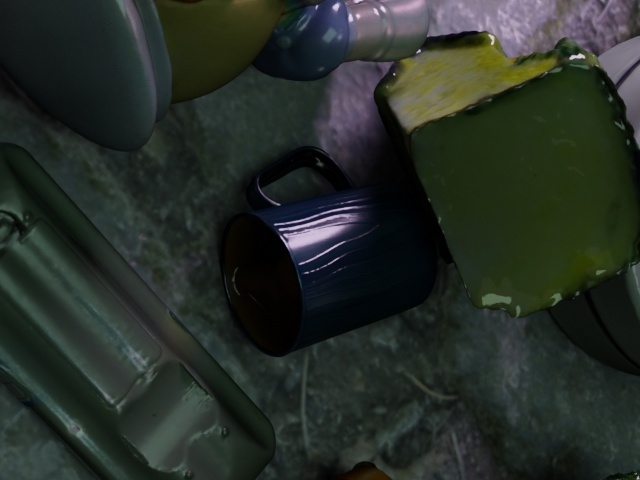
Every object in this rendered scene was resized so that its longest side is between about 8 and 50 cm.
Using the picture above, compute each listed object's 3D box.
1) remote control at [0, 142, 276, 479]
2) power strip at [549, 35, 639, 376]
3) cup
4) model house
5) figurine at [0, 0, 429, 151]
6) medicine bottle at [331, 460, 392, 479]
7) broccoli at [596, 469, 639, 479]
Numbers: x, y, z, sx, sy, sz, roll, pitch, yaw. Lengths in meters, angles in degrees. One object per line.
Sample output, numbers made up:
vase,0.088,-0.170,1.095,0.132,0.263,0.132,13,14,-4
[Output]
remote control,-0.165,0.082,1.143,0.335,0.066,0.128,50,64,-23
power strip,0.374,-0.030,1.399,0.358,0.161,0.357,-2,94,-25
cup,0.006,0.002,1.221,0.138,0.113,0.150,-16,101,-33
model house,0.153,-0.070,1.264,0.170,0.211,0.194,-27,113,1
figurine,-0.065,-0.159,1.110,0.382,0.224,0.205,5,102,-34
medicine bottle,-0.022,0.257,1.219,0.192,0.096,0.096,-24,104,-29
broccoli,0.259,0.330,1.333,0.269,0.241,0.261,-23,127,-1
